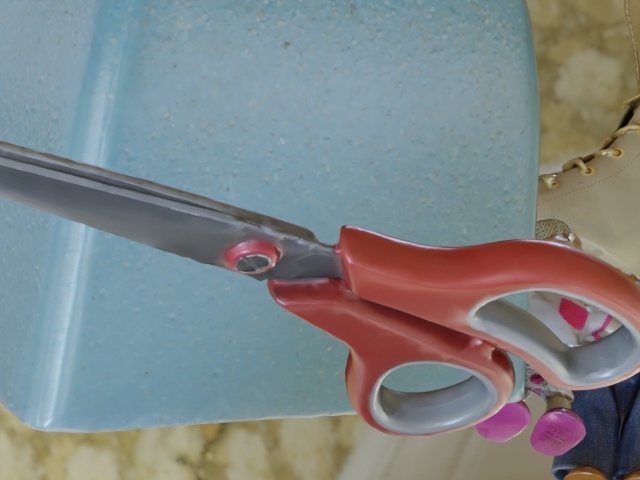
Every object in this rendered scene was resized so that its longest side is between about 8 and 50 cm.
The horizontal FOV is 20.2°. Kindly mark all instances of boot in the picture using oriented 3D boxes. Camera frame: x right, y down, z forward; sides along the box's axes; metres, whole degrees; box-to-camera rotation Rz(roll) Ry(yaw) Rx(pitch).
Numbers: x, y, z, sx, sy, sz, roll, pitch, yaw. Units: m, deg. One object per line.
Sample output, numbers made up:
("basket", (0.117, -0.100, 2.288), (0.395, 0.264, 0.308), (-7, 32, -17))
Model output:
("boot", (0.201, -0.060, 1.277), (0.203, 0.262, 0.095), (-10, 171, -12))

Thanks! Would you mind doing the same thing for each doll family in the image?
("doll family", (0.196, 0.085, 0.987), (0.263, 0.118, 0.163), (14, -135, 5))

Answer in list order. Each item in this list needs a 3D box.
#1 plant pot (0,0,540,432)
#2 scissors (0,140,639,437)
("plant pot", (-0.048, -0.080, 0.819), (0.248, 0.252, 0.247), (-1, -161, -32))
("scissors", (0.000, 0.000, 0.521), (0.109, 0.297, 0.021), (-24, -124, 26))
